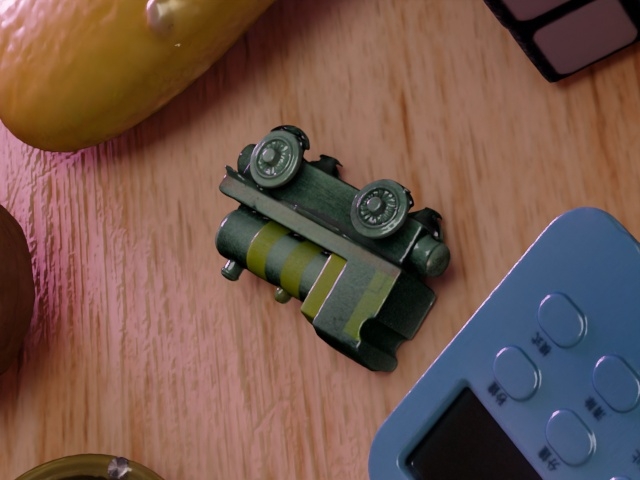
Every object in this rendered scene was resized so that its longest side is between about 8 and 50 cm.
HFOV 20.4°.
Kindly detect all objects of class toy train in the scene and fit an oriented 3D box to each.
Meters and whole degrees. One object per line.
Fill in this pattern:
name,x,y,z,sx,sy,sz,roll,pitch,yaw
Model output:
toy train,0.000,0.000,1.345,0.200,0.083,0.132,28,87,36

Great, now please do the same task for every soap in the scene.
soap,-0.137,-0.261,1.506,0.427,0.115,0.306,-39,56,21

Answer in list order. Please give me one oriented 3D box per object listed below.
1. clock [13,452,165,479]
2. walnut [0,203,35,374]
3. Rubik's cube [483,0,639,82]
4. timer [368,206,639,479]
clock,-0.177,0.277,1.333,0.237,0.057,0.237,-11,64,23
walnut,-0.347,0.040,1.444,0.228,0.228,0.228,-12,63,24
Rubik's cube,0.202,-0.380,1.247,0.337,0.344,0.344,-25,57,17
timer,0.159,0.136,1.116,0.250,0.091,0.232,-46,54,8
